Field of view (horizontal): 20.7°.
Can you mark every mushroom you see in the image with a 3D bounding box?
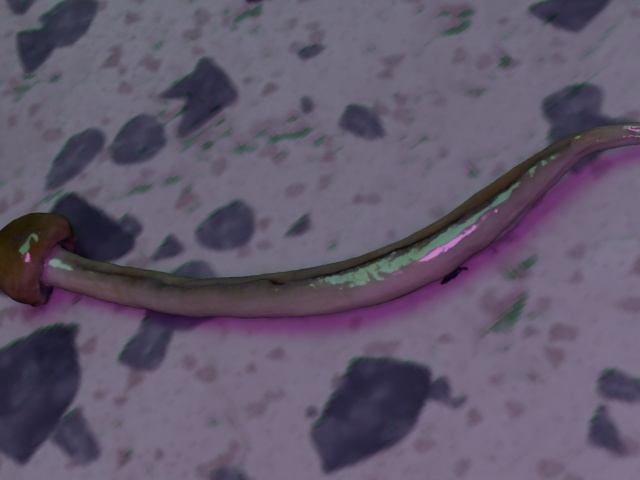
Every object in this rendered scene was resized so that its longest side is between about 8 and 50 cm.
[{"bbox_3d":[-0.001,0.000,0.726,0.306,0.043,0.068,-7,78,19],"label":"mushroom"}]
